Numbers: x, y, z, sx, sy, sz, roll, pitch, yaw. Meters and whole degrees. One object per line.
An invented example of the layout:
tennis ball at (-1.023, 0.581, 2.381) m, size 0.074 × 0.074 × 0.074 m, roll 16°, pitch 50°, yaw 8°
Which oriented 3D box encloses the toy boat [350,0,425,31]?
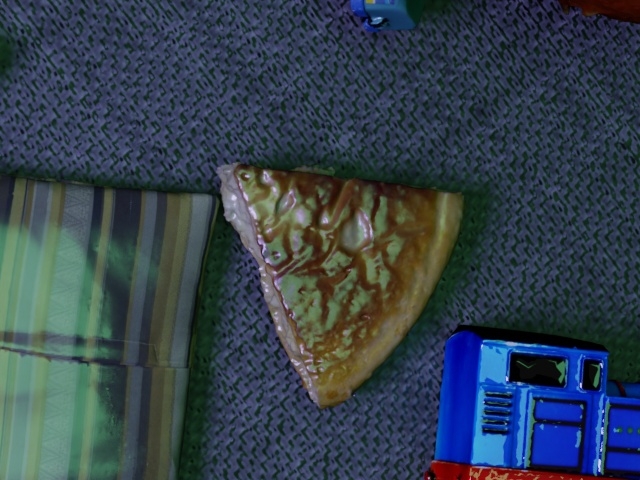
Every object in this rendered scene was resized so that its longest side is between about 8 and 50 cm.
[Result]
toy boat at (0.013, -0.212, 1.053) m, size 0.110 × 0.091 × 0.175 m, roll 5°, pitch 81°, yaw 15°

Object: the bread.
bread at (0.024, 0.002, 1.048) m, size 0.136 × 0.054 × 0.154 m, roll -26°, pitch 98°, yaw -11°

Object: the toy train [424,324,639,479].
toy train at (0.170, 0.122, 1.059) m, size 0.204 × 0.083 × 0.131 m, roll 7°, pitch 83°, yaw -12°

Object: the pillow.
pillow at (-0.173, 0.064, 1.002) m, size 0.212 × 0.052 × 0.208 m, roll 7°, pitch 89°, yaw -11°

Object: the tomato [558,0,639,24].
tomato at (0.205, -0.272, 0.988) m, size 0.304 × 0.239 × 0.303 m, roll 9°, pitch 71°, yaw -27°
